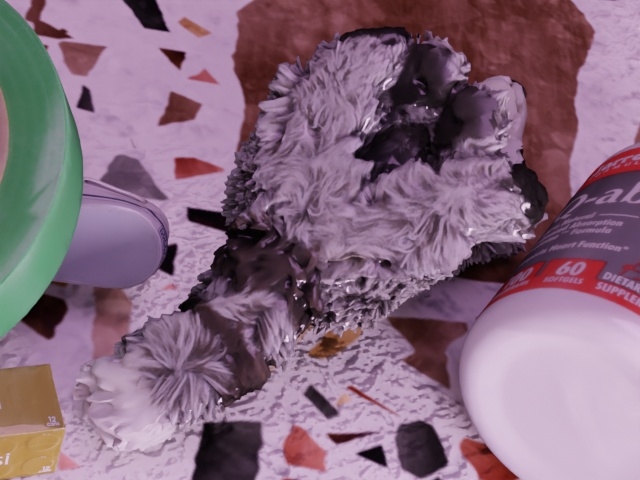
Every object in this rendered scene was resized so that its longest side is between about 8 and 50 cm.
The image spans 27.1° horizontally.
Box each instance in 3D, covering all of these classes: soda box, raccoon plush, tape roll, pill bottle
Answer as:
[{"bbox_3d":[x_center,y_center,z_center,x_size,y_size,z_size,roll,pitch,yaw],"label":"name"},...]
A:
[{"bbox_3d":[-0.273,0.133,0.918,0.181,0.061,0.058,-5,52,-25],"label":"soda box"},{"bbox_3d":[0.000,0.000,1.115,0.446,0.299,0.216,-29,76,-2],"label":"raccoon plush"},{"bbox_3d":[-0.336,-0.051,0.958,0.321,0.077,0.321,0,69,-1],"label":"tape roll"},{"bbox_3d":[0.284,0.041,1.116,0.210,0.210,0.363,35,47,10],"label":"pill bottle"}]

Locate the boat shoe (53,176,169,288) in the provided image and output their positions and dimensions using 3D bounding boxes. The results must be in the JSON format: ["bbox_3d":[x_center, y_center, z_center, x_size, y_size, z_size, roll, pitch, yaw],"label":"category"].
[{"bbox_3d":[-0.248,-0.016,1.055,0.258,0.095,0.084,14,16,-3],"label":"boat shoe"}]
